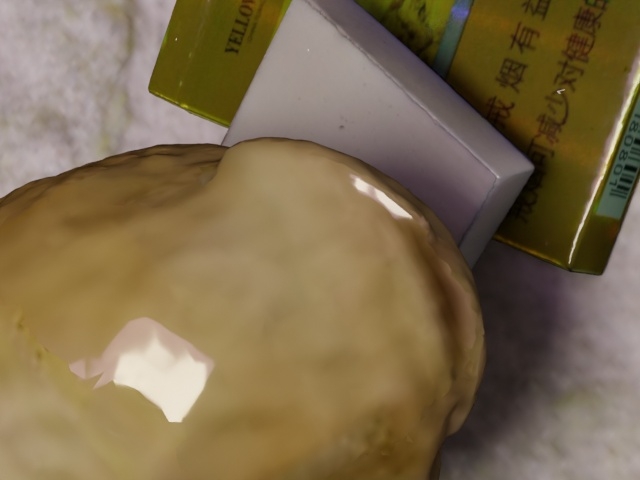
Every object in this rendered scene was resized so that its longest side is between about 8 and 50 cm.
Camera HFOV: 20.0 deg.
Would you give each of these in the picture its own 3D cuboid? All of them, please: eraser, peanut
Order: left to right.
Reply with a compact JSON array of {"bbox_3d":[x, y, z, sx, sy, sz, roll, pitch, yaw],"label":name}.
[{"bbox_3d":[-0.088,0.080,0.612,0.340,0.158,0.174,-55,40,32],"label":"peanut"},{"bbox_3d":[0.000,0.000,0.635,0.104,0.023,0.150,45,125,23],"label":"eraser"}]

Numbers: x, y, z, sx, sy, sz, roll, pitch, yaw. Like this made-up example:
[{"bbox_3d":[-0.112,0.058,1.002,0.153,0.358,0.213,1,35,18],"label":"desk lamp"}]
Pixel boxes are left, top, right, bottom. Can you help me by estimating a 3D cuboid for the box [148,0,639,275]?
[{"bbox_3d":[0.033,-0.078,0.645,0.193,0.030,0.121,25,99,33],"label":"box"}]
